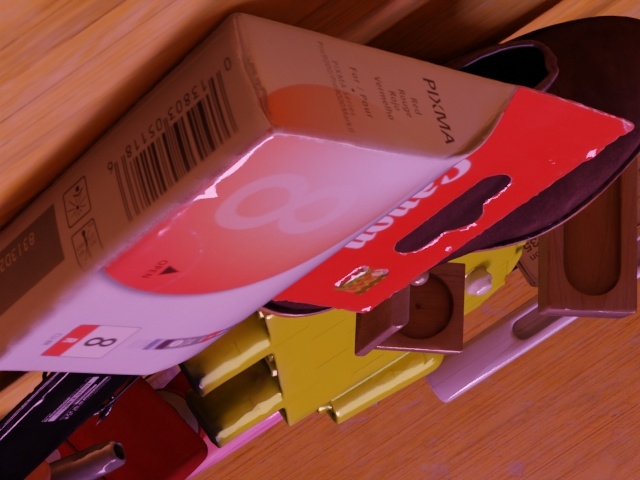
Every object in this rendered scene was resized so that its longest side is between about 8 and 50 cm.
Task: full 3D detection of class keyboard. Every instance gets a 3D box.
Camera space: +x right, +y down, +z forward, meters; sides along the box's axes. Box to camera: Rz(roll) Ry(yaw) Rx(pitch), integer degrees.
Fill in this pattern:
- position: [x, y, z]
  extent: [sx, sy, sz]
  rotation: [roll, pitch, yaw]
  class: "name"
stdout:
- position: [-0.126, 0.066, 0.824]
  extent: [0.192, 0.038, 0.100]
  rotation: [-43, 163, 14]
  class: "keyboard"

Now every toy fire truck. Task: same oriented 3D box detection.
- position: [-0.098, 0.144, 1.173]
  extent: [0.246, 0.158, 0.217]
  rotation: [-46, 174, 1]
  class: "toy fire truck"

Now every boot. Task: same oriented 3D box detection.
- position: [0.075, -0.044, 0.692]
  extent: [0.248, 0.090, 0.207]
  rotation: [-29, 176, -12]
  class: "boot"

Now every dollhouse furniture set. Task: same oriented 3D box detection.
- position: [0.103, -0.014, 0.861]
  extent: [0.151, 0.144, 0.123]
  rotation: [3, 169, -6]
  class: "dollhouse furniture set"

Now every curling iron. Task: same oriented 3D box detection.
- position: [-0.233, 0.180, 1.054]
  extent: [0.274, 0.035, 0.068]
  rotation: [-30, 179, 27]
  class: "curling iron"

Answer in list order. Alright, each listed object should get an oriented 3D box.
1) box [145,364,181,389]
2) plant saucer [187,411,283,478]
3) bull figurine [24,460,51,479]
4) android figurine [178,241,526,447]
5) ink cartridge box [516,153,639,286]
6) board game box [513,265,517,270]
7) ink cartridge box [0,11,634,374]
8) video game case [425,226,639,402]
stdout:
- position: [-0.212, 0.204, 1.364]
  extent: [0.324, 0.063, 0.067]
  rotation: [-36, 176, 18]
  class: "box"
- position: [-0.018, 0.113, 1.629]
  extent: [0.332, 0.084, 0.332]
  rotation: [-34, 175, -3]
  class: "plant saucer"
- position: [-0.236, 0.214, 0.874]
  extent: [0.188, 0.101, 0.310]
  rotation: [-30, -170, 18]
  class: "bull figurine"
- position: [0.036, 0.029, 1.032]
  extent: [0.273, 0.056, 0.248]
  rotation: [-29, 153, -13]
  class: "android figurine"
- position: [0.252, -0.065, 1.454]
  extent: [0.207, 0.117, 0.283]
  rotation: [-34, 175, 10]
  class: "ink cartridge box"
- position: [0.128, 0.005, 1.492]
  extent: [0.020, 0.090, 0.090]
  rotation: [-29, 173, -28]
  class: "board game box"
- position: [0.000, 0.000, 0.526]
  extent: [0.179, 0.045, 0.145]
  rotation: [11, 143, -41]
  class: "ink cartridge box"
- position: [0.249, 0.017, 1.348]
  extent: [0.300, 0.036, 0.329]
  rotation: [-35, 173, 18]
  class: "video game case"
